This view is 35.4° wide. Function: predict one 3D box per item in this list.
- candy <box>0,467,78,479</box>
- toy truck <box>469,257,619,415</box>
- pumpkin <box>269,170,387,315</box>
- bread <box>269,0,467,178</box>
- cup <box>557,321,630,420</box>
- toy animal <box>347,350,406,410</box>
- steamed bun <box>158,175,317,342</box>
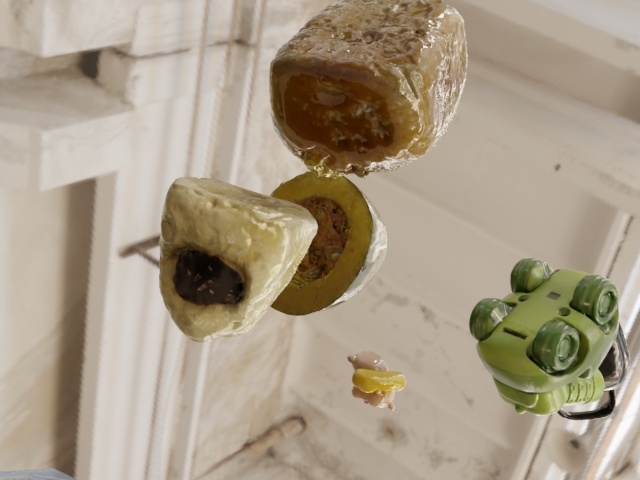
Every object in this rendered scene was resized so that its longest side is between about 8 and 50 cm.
[{"bbox_3d":[-0.305,0.360,0.884,0.100,0.157,0.306,22,-93,19],"label":"candy"},{"bbox_3d":[0.289,0.143,1.278,0.148,0.187,0.211,18,-59,45],"label":"toy truck"},{"bbox_3d":[0.010,0.011,1.454,0.217,0.110,0.218,-14,-112,39],"label":"pumpkin"},{"bbox_3d":[0.064,-0.177,1.181,0.195,0.246,0.176,11,-52,19],"label":"bread"},{"bbox_3d":[0.368,0.180,1.507,0.176,0.169,0.223,-17,-72,5],"label":"cup"},{"bbox_3d":[0.082,0.248,1.726,0.114,0.091,0.082,41,-52,38],"label":"toy animal"},{"bbox_3d":[-0.092,0.027,1.011,0.140,0.172,0.155,20,-82,11],"label":"steamed bun"}]
